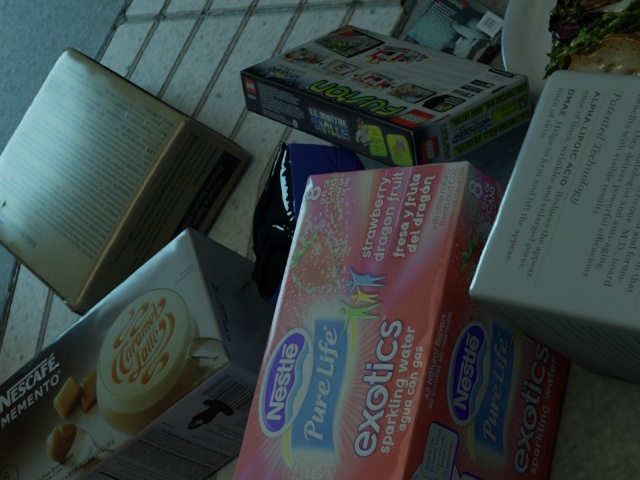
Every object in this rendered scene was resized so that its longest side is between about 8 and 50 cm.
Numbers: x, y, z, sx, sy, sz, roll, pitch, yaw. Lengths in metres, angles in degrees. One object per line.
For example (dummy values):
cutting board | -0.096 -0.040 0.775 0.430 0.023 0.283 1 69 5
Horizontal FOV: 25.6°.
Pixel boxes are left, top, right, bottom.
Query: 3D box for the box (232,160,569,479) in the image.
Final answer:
box | 0.053 0.115 0.912 0.142 0.154 0.299 -3 67 42

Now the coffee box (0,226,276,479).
coffee box | -0.145 0.126 1.128 0.246 0.098 0.141 -38 47 21

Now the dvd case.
dvd case | 0.091 -0.140 1.118 0.119 0.013 0.087 -54 43 7

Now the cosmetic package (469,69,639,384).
cosmetic package | 0.219 0.004 0.821 0.184 0.151 0.151 11 76 44

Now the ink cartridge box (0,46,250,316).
ink cartridge box | -0.198 -0.049 1.283 0.235 0.088 0.193 33 93 46

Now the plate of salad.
plate of salad | 0.209 -0.176 1.004 0.200 0.048 0.199 -22 54 34

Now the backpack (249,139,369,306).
backpack | 0.000 0.000 1.067 0.120 0.101 0.098 121 154 -52

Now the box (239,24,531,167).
box | 0.045 -0.110 1.061 0.114 0.036 0.207 -28 33 -29
